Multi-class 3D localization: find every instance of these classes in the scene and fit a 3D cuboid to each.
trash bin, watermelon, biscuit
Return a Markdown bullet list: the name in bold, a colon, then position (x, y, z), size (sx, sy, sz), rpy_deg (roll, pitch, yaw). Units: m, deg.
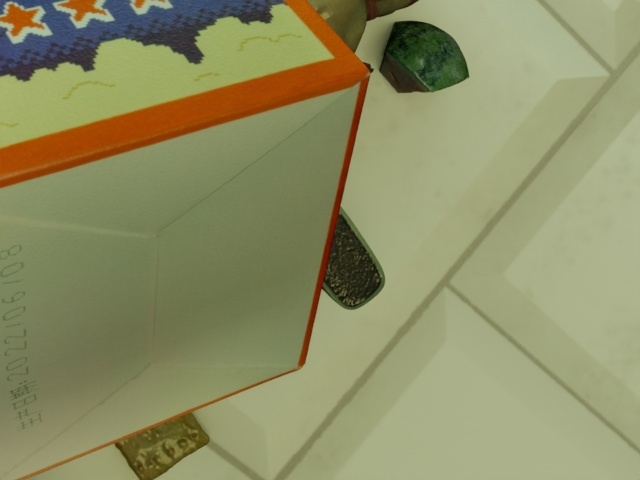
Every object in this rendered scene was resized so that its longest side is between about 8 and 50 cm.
- **trash bin**: position (0.000, 0.000, 1.082), size (0.059, 0.130, 0.116), rpy_deg (-36, 106, -6)
- **watermelon**: position (0.103, -0.170, 1.110), size (0.085, 0.092, 0.072), rpy_deg (-3, 140, -5)
- **biscuit**: position (-0.165, 0.195, 1.136), size (0.083, 0.018, 0.081), rpy_deg (-34, 107, -5)

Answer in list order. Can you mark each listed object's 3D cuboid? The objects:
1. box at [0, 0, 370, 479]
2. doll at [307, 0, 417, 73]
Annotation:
- **box**: position (-0.181, -0.039, 0.864), size (0.319, 0.257, 0.348), rpy_deg (-19, 144, -24)
- **doll**: position (-0.004, -0.223, 1.014), size (0.152, 0.196, 0.256), rpy_deg (44, 81, -18)
